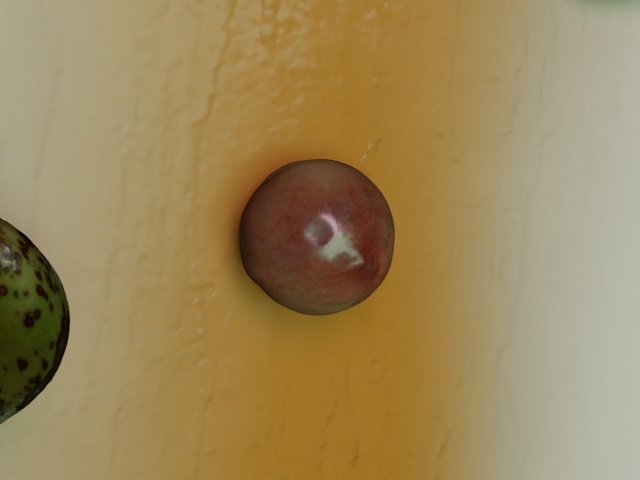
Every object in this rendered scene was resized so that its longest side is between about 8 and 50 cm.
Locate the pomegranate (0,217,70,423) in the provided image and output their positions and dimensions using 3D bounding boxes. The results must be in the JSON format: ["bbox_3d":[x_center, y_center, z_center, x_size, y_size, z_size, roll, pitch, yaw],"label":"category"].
[{"bbox_3d":[-0.188,0.022,0.777,0.138,0.125,0.163,-10,103,-6],"label":"pomegranate"}]

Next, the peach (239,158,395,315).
[{"bbox_3d":[-0.001,-0.002,0.871,0.083,0.083,0.083,-4,101,-20],"label":"peach"}]
